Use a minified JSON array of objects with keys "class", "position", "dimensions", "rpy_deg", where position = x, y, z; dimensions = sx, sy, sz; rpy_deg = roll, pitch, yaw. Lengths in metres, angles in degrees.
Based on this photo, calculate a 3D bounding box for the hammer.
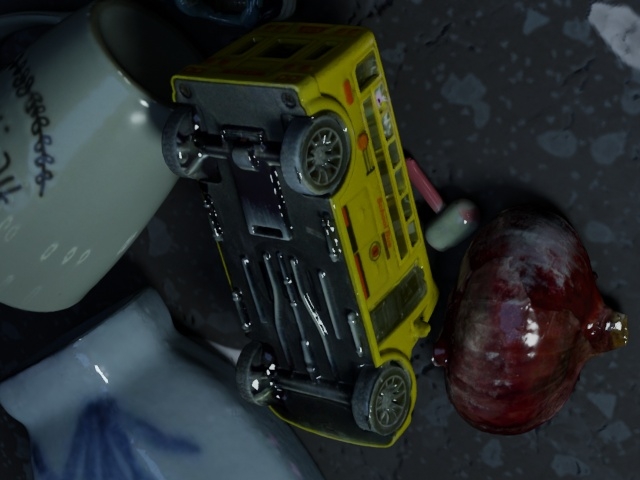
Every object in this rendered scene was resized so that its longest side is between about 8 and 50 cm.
[{"class":"hammer","position":[0.091,-0.033,1.180],"dimensions":[0.052,0.031,0.083],"rpy_deg":[-39,86,34]}]

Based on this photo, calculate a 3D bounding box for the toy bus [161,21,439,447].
[{"class":"toy bus","position":[0.000,0.000,1.149],"dimensions":[0.144,0.152,0.330],"rpy_deg":[9,127,37]}]

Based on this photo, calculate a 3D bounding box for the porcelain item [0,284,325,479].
[{"class":"porcelain item","position":[-0.119,0.253,1.338],"dimensions":[0.242,0.178,0.405],"rpy_deg":[-28,99,34]}]

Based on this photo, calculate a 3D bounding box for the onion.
[{"class":"onion","position":[0.160,0.078,1.156],"dimensions":[0.151,0.098,0.206],"rpy_deg":[12,118,24]}]

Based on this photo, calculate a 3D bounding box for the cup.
[{"class":"cup","position":[-0.224,-0.110,1.237],"dimensions":[0.234,0.186,0.258],"rpy_deg":[-45,62,27]}]

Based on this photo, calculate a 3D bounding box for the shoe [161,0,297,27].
[{"class":"shoe","position":[-0.090,-0.203,1.165],"dimensions":[0.143,0.071,0.064],"rpy_deg":[17,120,25]}]
